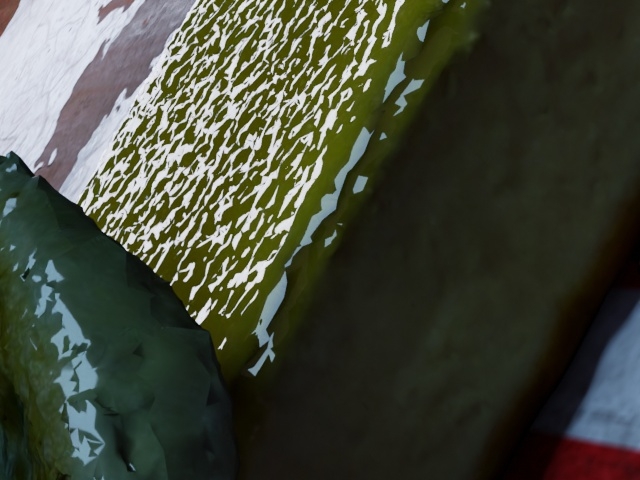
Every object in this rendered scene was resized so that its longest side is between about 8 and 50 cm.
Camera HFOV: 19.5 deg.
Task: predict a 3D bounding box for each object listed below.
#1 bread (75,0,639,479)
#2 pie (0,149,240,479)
[{"bbox_3d":[0.000,0.000,0.856,0.324,0.143,0.333,-59,23,-8],"label":"bread"},{"bbox_3d":[-0.097,0.140,0.694,0.296,0.078,0.371,-51,51,54],"label":"pie"}]
